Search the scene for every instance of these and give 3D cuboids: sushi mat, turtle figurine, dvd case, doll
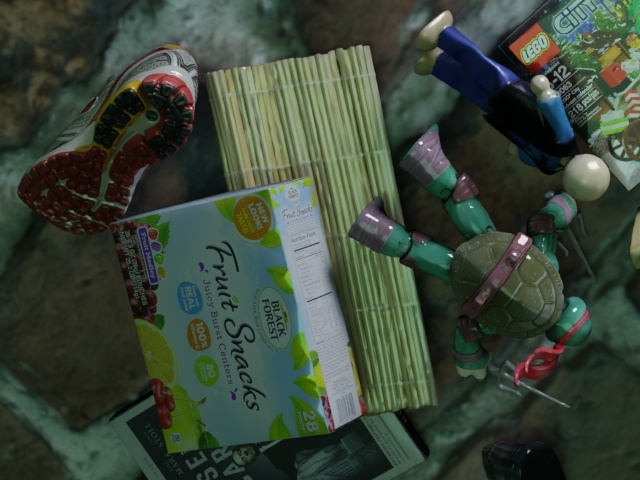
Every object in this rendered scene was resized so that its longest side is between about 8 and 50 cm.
[{"bbox_3d":[0.000,0.000,1.421,0.151,0.019,0.317,-10,95,15],"label":"sushi mat"},{"bbox_3d":[0.146,0.023,1.349,0.234,0.118,0.175,39,90,2],"label":"turtle figurine"},{"bbox_3d":[-0.048,0.175,1.499,0.238,0.029,0.179,-33,95,19],"label":"dvd case"},{"bbox_3d":[0.157,-0.100,1.330,0.046,0.129,0.189,-42,71,-17],"label":"doll"}]

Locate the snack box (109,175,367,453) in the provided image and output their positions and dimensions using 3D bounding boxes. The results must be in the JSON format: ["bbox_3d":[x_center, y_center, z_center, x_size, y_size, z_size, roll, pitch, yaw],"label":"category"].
[{"bbox_3d":[-0.070,0.064,1.404,0.174,0.070,0.207,-10,96,33],"label":"snack box"}]

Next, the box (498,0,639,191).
[{"bbox_3d":[0.279,-0.173,1.311,0.233,0.044,0.159,-42,93,20],"label":"box"}]

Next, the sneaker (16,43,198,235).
[{"bbox_3d":[-0.175,-0.083,1.434,0.088,0.093,0.225,40,127,-21],"label":"sneaker"}]

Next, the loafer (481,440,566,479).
[{"bbox_3d":[0.189,0.245,1.455,0.061,0.062,0.170,8,120,52],"label":"loafer"}]

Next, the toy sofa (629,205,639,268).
[{"bbox_3d":[0.388,0.115,1.312,0.177,0.150,0.363,-20,100,19],"label":"toy sofa"}]
